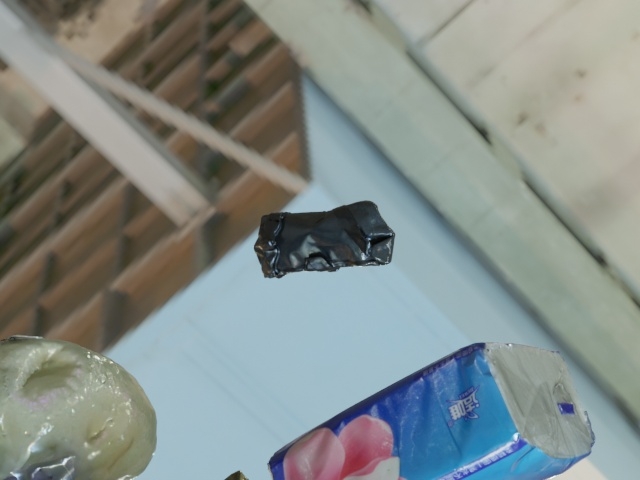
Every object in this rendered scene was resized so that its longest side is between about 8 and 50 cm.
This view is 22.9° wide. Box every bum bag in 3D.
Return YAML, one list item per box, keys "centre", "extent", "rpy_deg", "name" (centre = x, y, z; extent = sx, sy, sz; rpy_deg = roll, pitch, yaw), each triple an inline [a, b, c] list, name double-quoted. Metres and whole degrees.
- centre: [0.000, 0.000, 2.017]
  extent: [0.197, 0.087, 0.049]
  rpy_deg: [-7, -179, 24]
  name: "bum bag"

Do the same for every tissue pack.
- centre: [0.114, 0.211, 1.564]
  extent: [0.269, 0.137, 0.209]
  rpy_deg: [-31, 161, 23]
  name: "tissue pack"

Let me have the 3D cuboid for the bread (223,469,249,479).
- centre: [-0.109, 0.359, 2.107]
  extent: [0.066, 0.060, 0.110]
  rpy_deg: [2, -150, 5]
  name: "bread"

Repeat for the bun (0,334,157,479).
- centre: [-0.326, 0.232, 1.805]
  extent: [0.273, 0.273, 0.168]
  rpy_deg: [-32, -138, 30]
  name: "bun"
